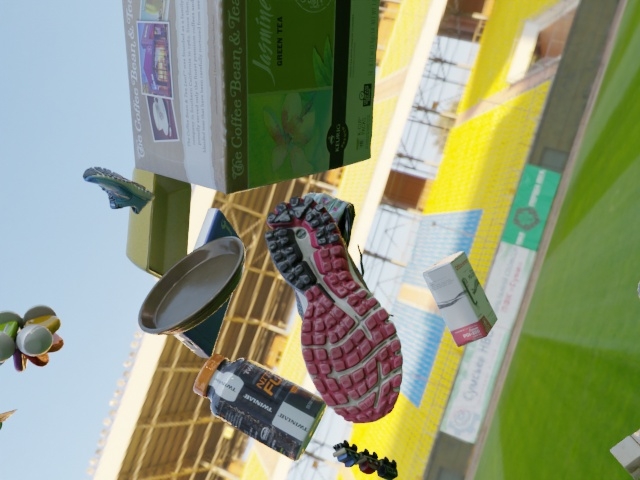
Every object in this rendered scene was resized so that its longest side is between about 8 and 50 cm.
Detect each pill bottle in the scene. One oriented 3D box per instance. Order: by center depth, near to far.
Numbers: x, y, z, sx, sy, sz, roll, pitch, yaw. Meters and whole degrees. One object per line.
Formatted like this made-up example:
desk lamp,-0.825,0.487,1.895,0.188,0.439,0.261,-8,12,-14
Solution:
pill bottle,-0.122,0.313,1.197,0.130,0.246,0.130,-60,-11,-20

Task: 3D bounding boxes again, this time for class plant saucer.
plant saucer,-0.268,0.099,1.316,0.041,0.278,0.277,53,-132,-28
plant saucer,-0.437,-0.049,1.665,0.333,0.081,0.332,74,-163,-76

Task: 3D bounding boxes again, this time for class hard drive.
hard drive,-0.277,0.109,1.542,0.210,0.040,0.318,65,-145,-57

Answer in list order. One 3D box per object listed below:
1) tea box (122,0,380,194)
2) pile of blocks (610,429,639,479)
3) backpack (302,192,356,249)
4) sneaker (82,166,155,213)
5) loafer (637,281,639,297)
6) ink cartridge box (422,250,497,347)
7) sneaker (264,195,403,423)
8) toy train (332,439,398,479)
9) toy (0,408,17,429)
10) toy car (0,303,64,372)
tea box,-0.092,-0.269,0.906,0.324,0.220,0.328,-21,-61,-45
pile of blocks,0.657,0.374,0.985,0.112,0.363,0.148,-112,22,-69
backpack,0.000,0.000,1.186,0.152,0.115,0.181,-15,-57,-84
sneaker,-0.430,-0.099,1.304,0.162,0.063,0.073,29,-86,-45
loafer,0.563,0.154,0.910,0.094,0.251,0.087,1,-29,-35
ink cartridge box,0.376,0.152,1.654,0.217,0.092,0.159,63,-152,3
sneaker,0.027,0.085,0.800,0.112,0.121,0.299,48,-159,-70
toy train,0.071,0.343,0.950,0.158,0.027,0.036,36,-149,-39
toy,-0.732,0.371,1.196,0.137,0.056,0.237,-39,-18,14
toy car,-0.693,0.241,1.437,0.159,0.182,0.136,-125,28,-63
